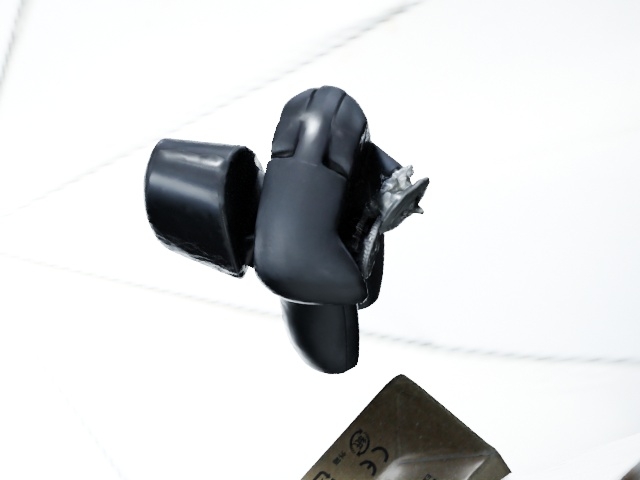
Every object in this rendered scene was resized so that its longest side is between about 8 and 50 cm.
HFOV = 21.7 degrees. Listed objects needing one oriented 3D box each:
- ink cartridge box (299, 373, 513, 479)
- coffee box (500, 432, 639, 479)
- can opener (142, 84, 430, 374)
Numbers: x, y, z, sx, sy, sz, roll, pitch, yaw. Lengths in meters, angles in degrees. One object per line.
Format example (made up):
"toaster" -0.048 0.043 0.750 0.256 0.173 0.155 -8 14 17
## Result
"ink cartridge box" 0.024 0.220 1.007 0.235 0.088 0.193 -48 -33 -8
"coffee box" 0.118 0.168 0.711 0.098 0.141 0.246 -20 -5 17
"can opener" 0.000 0.000 0.522 0.073 0.059 0.186 24 -10 15
